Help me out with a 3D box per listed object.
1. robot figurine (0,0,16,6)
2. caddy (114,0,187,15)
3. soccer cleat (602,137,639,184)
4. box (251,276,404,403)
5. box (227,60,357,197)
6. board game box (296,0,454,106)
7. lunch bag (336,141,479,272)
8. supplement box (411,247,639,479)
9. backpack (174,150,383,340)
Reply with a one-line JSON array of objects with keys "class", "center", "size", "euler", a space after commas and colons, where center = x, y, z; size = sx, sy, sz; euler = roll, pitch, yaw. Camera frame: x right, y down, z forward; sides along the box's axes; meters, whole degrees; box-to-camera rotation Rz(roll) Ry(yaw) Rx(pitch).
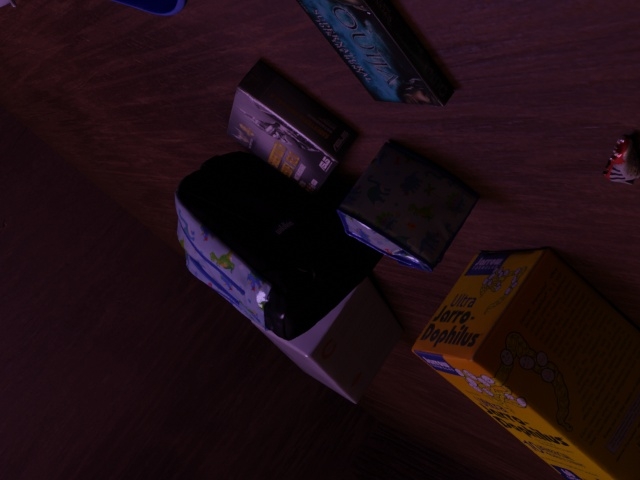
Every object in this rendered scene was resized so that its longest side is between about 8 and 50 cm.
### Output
[{"class": "robot figurine", "center": [-0.553, -0.461, 1.332], "size": [0.353, 0.200, 0.300], "euler": [29, 131, 27]}, {"class": "caddy", "center": [-0.252, -0.366, 0.969], "size": [0.341, 0.179, 0.241], "euler": [25, 163, 38]}, {"class": "soccer cleat", "center": [0.304, -0.077, 0.896], "size": [0.035, 0.029, 0.083], "euler": [24, 167, 13]}, {"class": "box", "center": [0.026, 0.192, 2.025], "size": [0.168, 0.215, 0.345], "euler": [28, 166, 30]}, {"class": "box", "center": [-0.051, -0.164, 1.398], "size": [0.183, 0.056, 0.231], "euler": [36, 166, -2]}, {"class": "board game box", "center": [0.056, -0.224, 1.011], "size": [0.186, 0.026, 0.126], "euler": [46, 164, -33]}, {"class": "lunch bag", "center": [0.122, -0.041, 1.237], "size": [0.151, 0.129, 0.096], "euler": [28, 165, 25]}, {"class": "supplement box", "center": [0.350, 0.196, 1.325], "size": [0.356, 0.195, 0.194], "euler": [40, 166, -13]}, {"class": "backpack", "center": [-0.099, -0.007, 1.575], "size": [0.355, 0.290, 0.273], "euler": [40, 146, 16]}]
